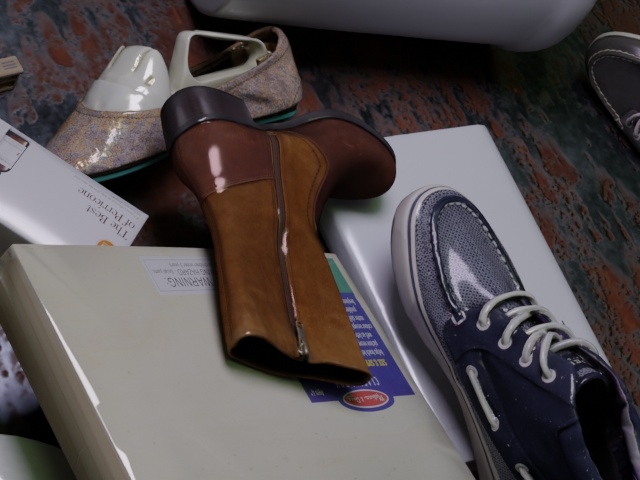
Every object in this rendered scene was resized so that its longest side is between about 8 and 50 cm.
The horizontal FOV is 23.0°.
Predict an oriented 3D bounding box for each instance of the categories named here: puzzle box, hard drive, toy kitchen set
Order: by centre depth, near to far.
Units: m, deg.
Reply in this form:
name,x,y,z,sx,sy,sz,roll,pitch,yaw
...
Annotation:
name,x,y,z,sx,sy,sz,roll,pitch,yaw
puzzle box,-0.059,0.127,1.298,0.409,0.052,0.272,3,49,-52
toy kitchen set,-0.296,-0.133,1.454,0.075,0.068,0.083,-19,68,-36
hard drive,0.140,0.050,1.563,0.233,0.047,0.353,-10,63,-31

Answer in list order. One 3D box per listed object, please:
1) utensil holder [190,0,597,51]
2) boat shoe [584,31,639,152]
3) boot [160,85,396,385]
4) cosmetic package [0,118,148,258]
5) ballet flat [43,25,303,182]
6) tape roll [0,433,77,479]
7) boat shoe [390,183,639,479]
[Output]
name,x,y,z,sx,sy,sz,roll,pitch,yaw
utensil holder,0.071,-0.369,1.648,0.385,0.327,0.328,0,58,-24
boat shoe,0.429,-0.107,1.780,0.335,0.112,0.095,40,44,-1
boot,0.000,0.000,1.391,0.264,0.096,0.280,19,39,-43
cosmetic package,-0.276,-0.042,1.366,0.239,0.060,0.099,33,50,-7
ballet flat,-0.146,-0.143,1.505,0.107,0.106,0.316,17,29,39
tape roll,-0.249,0.289,1.158,0.286,0.100,0.286,14,53,-19
boat shoe,0.184,0.093,1.395,0.127,0.158,0.341,-19,84,-33
